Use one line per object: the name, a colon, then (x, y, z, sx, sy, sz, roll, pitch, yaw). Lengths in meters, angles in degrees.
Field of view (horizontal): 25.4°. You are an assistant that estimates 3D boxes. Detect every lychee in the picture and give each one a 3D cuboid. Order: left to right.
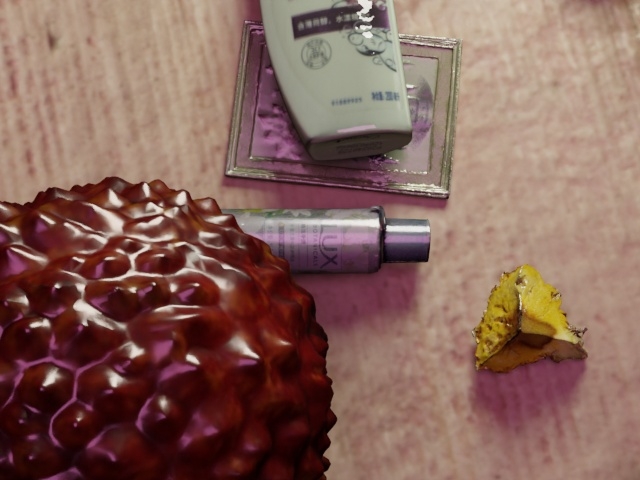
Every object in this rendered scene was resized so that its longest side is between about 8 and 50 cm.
lychee: (-0.181, 0.148, 1.207, 0.424, 0.500, 0.425, -16, 65, 38)

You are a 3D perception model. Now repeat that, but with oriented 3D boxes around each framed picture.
framed picture: (0.025, -0.135, 1.451, 0.231, 0.010, 0.173, 5, 78, 1)

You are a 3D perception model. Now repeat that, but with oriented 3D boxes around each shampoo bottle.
shampoo bottle: (0.000, 0.000, 1.396, 0.214, 0.072, 0.072, 0, 79, 0)
shampoo bottle: (0.003, -0.262, 1.434, 0.134, 0.078, 0.359, -8, 75, 1)

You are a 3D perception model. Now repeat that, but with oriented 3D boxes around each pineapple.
pineapple: (0.214, 0.087, 1.378, 0.114, 0.077, 0.114, 19, 84, -9)
